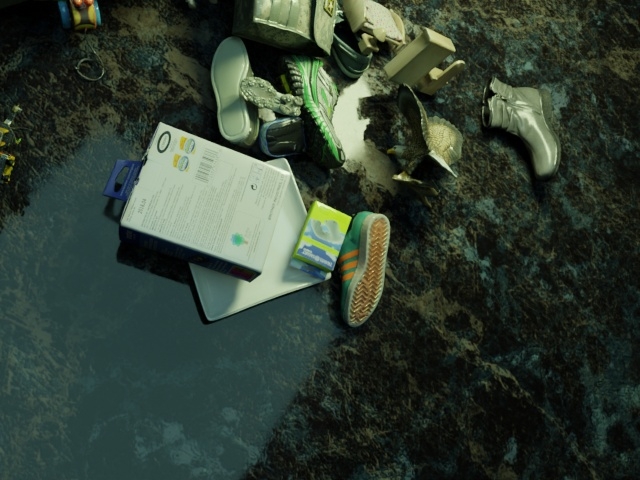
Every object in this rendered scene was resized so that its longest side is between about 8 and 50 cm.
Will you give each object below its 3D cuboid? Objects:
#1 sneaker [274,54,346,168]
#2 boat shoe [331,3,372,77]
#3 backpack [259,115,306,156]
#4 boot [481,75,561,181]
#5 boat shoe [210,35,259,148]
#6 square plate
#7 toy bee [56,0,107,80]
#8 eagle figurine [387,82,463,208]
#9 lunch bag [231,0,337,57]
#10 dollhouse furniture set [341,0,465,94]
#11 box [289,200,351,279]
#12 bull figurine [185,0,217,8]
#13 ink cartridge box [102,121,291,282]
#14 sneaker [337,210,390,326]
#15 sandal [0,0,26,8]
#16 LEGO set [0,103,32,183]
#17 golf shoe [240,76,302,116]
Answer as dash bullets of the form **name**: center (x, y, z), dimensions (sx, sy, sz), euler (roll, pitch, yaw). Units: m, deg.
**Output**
- **sneaker**: center (0.002, -0.361, 1.684), dimensions (0.146, 0.134, 0.344), euler (-16, 82, -24)
- **boat shoe**: center (0.051, -0.632, 1.790), dimensions (0.116, 0.099, 0.320), euler (-29, 87, -25)
- **backpack**: center (-0.107, -0.275, 1.639), dimensions (0.114, 0.084, 0.105), euler (-16, 113, -28)
- **boot**: center (0.610, -0.342, 1.920), dimensions (0.222, 0.118, 0.338), euler (6, 63, -15)
- **boat shoe**: center (-0.221, -0.392, 1.637), dimensions (0.109, 0.091, 0.305), euler (-11, 73, 18)
- **square plate**: center (-0.186, -0.010, 1.572), dimensions (0.344, 0.049, 0.347), euler (-19, 83, -22)
- **toy bee**: center (-0.583, -0.581, 1.520), dimensions (0.195, 0.162, 0.298), euler (-37, 90, -26)
- **eagle figurine**: center (0.290, -0.278, 1.740), dimensions (0.225, 0.226, 0.298), euler (16, 75, 6)
- **lunch bag**: center (-0.071, -0.637, 1.638), dimensions (0.287, 0.169, 0.235), euler (6, 90, -32)
- **dollhouse furniture set**: center (0.244, -0.643, 1.792), dimensions (0.303, 0.173, 0.356), euler (6, 59, -44)
- **box**: center (0.000, 0.000, 1.587), dimensions (0.109, 0.042, 0.178), euler (24, 69, -12)
- **bull figurine**: center (-0.224, -0.704, 1.711), dimensions (0.310, 0.101, 0.189), euler (13, 74, -16)
- **ink cartridge box**: center (-0.298, -0.094, 1.446), dimensions (0.395, 0.151, 0.270), euler (20, 69, -14)
- **sneaker**: center (0.098, 0.073, 1.632), dimensions (0.108, 0.121, 0.302), euler (13, 90, -38)
- **sandal**: center (-0.826, -0.559, 1.438), dimensions (0.445, 0.107, 0.168), euler (-21, 80, -12)
- **LEGO set**: center (-0.829, -0.200, 1.356), dimensions (0.331, 0.192, 0.255), euler (10, 102, -14)
- **golf shoe**: center (-0.137, -0.367, 1.600), dimensions (0.176, 0.086, 0.069), euler (22, 88, -28)
